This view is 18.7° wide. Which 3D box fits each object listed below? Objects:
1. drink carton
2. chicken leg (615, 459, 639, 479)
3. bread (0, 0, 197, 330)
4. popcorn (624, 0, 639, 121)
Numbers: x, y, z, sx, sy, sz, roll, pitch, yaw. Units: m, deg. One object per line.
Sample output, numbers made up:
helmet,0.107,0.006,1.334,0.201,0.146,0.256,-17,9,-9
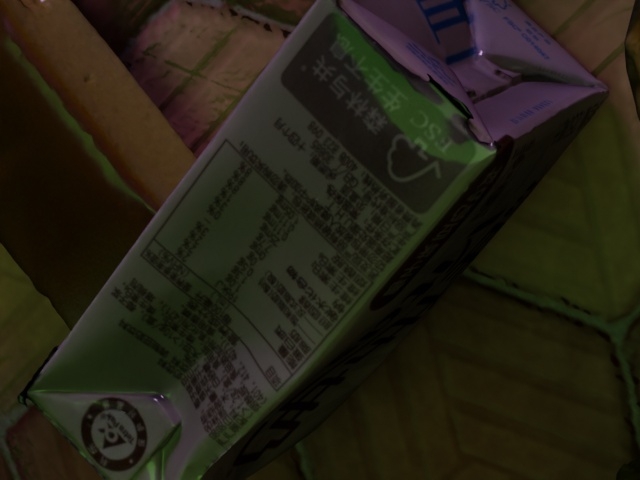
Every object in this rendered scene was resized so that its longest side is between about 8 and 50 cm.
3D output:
drink carton,0.000,0.000,1.099,0.132,0.194,0.324,45,119,10
chicken leg,0.244,0.297,1.106,0.211,0.140,0.361,-31,79,9
bread,-0.213,-0.119,1.225,0.361,0.077,0.138,52,134,5
popcorn,0.241,-0.087,0.969,0.169,0.189,0.218,-1,98,19
